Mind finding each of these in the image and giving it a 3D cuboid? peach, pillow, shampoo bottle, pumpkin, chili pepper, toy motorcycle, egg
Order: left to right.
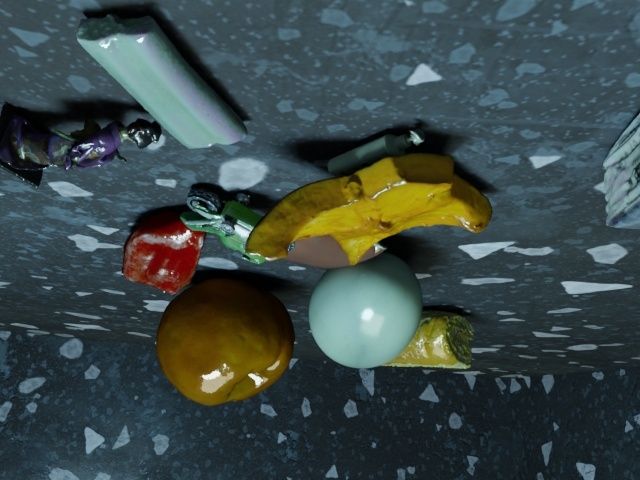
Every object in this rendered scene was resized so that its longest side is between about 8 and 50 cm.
[{"bbox_3d":[-0.288,0.004,1.082,0.144,0.136,0.252,49,145,4],"label":"chili pepper"},{"bbox_3d":[-0.244,0.241,1.465,0.343,0.301,0.342,-23,152,-13],"label":"peach"},{"bbox_3d":[-0.135,-0.020,0.951,0.190,0.074,0.106,27,146,-7],"label":"toy motorcycle"},{"bbox_3d":[0.000,0.000,1.028,0.179,0.075,0.171,15,159,-32],"label":"pillow"},{"bbox_3d":[0.094,0.141,1.203,0.230,0.229,0.371,5,155,-5],"label":"egg"},{"bbox_3d":[0.077,-0.037,0.797,0.258,0.095,0.290,-21,164,25],"label":"pumpkin"},{"bbox_3d":[0.074,-0.111,0.740,0.049,0.034,0.141,17,156,-41],"label":"shampoo bottle"}]

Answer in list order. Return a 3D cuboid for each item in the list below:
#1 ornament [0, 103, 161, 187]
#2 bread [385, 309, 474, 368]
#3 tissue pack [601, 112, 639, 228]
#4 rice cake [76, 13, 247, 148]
[{"bbox_3d":[-0.285,-0.116,0.714,0.203,0.088,0.081,-1,163,9],"label":"ornament"},{"bbox_3d":[0.250,0.297,1.755,0.376,0.165,0.237,-8,156,36],"label":"bread"},{"bbox_3d":[0.521,-0.087,0.606,0.362,0.122,0.259,3,160,8],"label":"tissue pack"},{"bbox_3d":[-0.157,-0.161,0.621,0.080,0.042,0.222,-1,161,17],"label":"rice cake"}]
